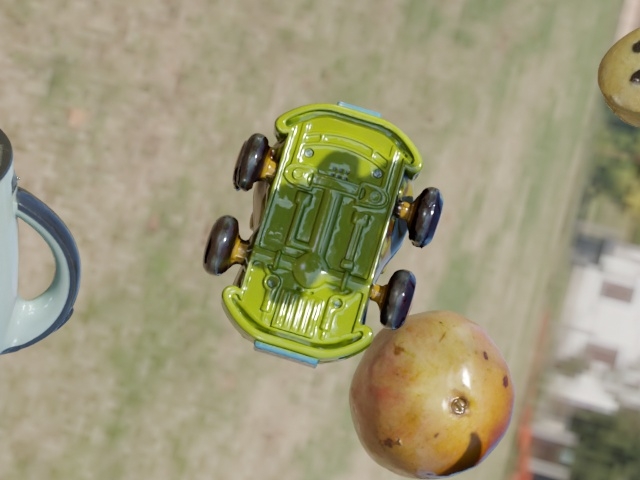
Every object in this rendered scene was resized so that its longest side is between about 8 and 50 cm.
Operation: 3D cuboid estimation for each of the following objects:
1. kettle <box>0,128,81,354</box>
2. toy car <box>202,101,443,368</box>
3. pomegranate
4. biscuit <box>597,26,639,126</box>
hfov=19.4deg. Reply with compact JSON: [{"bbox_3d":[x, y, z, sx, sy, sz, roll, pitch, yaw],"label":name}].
[{"bbox_3d":[-0.341,0.014,1.793,0.161,0.221,0.236,-96,-173,-53],"label":"kettle"},{"bbox_3d":[0.000,0.000,1.769,0.142,0.200,0.247,111,0,-78],"label":"toy car"},{"bbox_3d":[0.119,0.171,2.072,0.191,0.191,0.191,15,90,-81],"label":"pomegranate"},{"bbox_3d":[0.306,-0.131,1.311,0.030,0.234,0.153,51,43,-44],"label":"biscuit"}]
